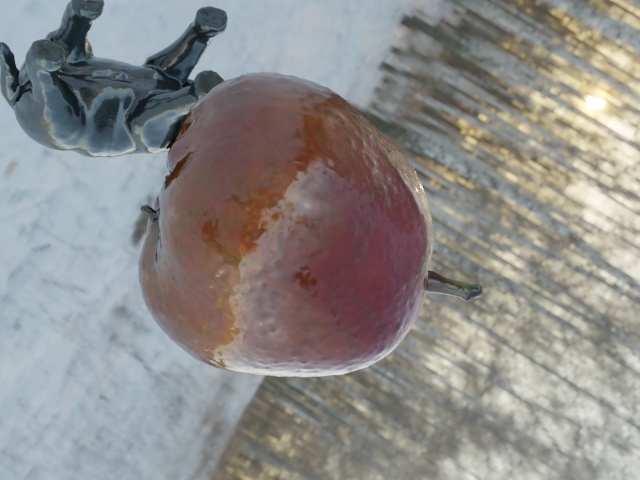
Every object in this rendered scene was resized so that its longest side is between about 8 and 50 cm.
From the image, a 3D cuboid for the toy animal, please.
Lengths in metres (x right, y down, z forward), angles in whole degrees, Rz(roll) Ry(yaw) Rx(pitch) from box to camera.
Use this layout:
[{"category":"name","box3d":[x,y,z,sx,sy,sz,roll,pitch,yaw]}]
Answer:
[{"category":"toy animal","box3d":[-0.109,-0.105,0.864,0.137,0.270,0.082,-44,-139,50]}]

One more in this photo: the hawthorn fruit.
[{"category":"hawthorn fruit","box3d":[0.000,0.000,0.736,0.196,0.226,0.196,-160,-90,-76]}]
